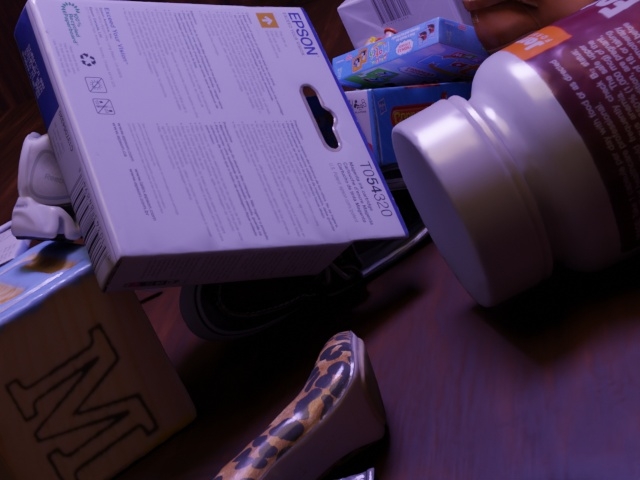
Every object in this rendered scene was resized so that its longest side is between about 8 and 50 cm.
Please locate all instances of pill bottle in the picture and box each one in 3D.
[{"bbox_3d":[0.279,-0.110,1.376,0.392,0.224,0.224,-27,18,-6],"label":"pill bottle"}]

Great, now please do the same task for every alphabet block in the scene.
[{"bbox_3d":[-0.272,0.133,1.496,0.193,0.197,0.192,-33,18,-22],"label":"alphabet block"}]

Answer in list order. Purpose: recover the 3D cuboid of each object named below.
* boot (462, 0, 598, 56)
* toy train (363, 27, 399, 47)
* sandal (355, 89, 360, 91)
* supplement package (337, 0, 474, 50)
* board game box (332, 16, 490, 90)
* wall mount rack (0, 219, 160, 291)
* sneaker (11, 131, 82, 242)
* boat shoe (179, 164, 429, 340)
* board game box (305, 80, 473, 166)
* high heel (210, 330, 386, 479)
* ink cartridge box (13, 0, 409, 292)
[{"bbox_3d":[0.253,-0.301,1.788,0.197,0.152,0.073,-44,20,-30],"label":"boot"},{"bbox_3d":[0.119,-0.237,2.037,0.125,0.166,0.046,16,72,10],"label":"toy train"},{"bbox_3d":[0.073,-0.180,2.062,0.049,0.072,0.180,-50,4,-11],"label":"sandal"},{"bbox_3d":[0.176,-0.353,2.289,0.178,0.175,0.293,-17,19,28],"label":"supplement package"},{"bbox_3d":[0.141,-0.220,1.874,0.160,0.039,0.211,10,-15,-34],"label":"board game box"},{"bbox_3d":[-0.370,0.051,1.997,0.304,0.130,0.350,-28,18,4],"label":"wall mount rack"},{"bbox_3d":[-0.191,-0.065,1.577,0.292,0.118,0.110,-6,4,-45],"label":"sneaker"},{"bbox_3d":[0.000,0.000,1.619,0.335,0.121,0.119,-33,14,-27],"label":"boat shoe"},{"bbox_3d":[0.007,-0.132,1.806,0.308,0.086,0.302,-3,5,31],"label":"board game box"},{"bbox_3d":[-0.042,0.165,1.247,0.186,0.093,0.261,-16,28,10],"label":"high heel"},{"bbox_3d":[-0.113,-0.105,1.529,0.330,0.324,0.071,-2,-34,-33],"label":"ink cartridge box"}]
